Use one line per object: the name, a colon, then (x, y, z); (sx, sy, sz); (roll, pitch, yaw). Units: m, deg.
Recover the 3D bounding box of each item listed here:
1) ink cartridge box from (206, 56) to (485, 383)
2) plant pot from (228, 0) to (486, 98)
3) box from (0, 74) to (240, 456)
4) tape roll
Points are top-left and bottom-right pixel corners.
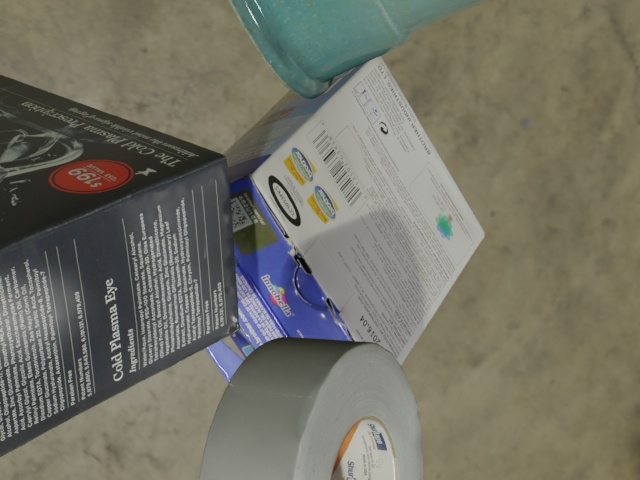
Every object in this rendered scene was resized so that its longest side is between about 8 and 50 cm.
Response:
ink cartridge box: (0.000, 0.000, 1.315); (0.270, 0.151, 0.395); (58, 36, -14)
plant pot: (0.096, -0.312, 0.863); (0.334, 0.341, 0.341); (-16, 126, 14)
box: (-0.300, 0.010, 1.044); (0.312, 0.343, 0.179); (-28, 127, -40)
tape roll: (0.000, 0.179, 0.859); (0.219, 0.072, 0.219); (-6, 97, -63)
